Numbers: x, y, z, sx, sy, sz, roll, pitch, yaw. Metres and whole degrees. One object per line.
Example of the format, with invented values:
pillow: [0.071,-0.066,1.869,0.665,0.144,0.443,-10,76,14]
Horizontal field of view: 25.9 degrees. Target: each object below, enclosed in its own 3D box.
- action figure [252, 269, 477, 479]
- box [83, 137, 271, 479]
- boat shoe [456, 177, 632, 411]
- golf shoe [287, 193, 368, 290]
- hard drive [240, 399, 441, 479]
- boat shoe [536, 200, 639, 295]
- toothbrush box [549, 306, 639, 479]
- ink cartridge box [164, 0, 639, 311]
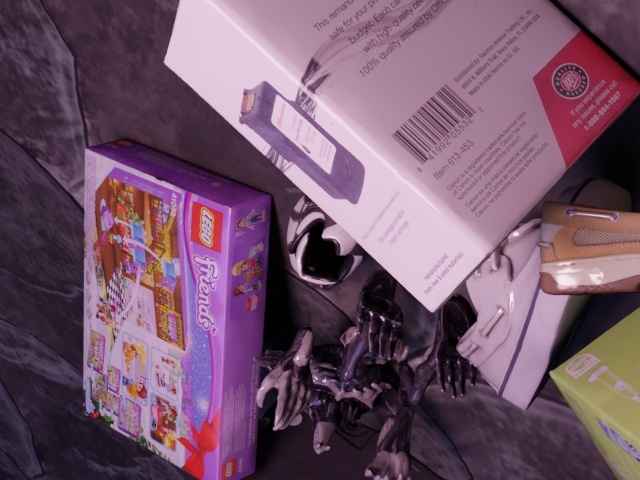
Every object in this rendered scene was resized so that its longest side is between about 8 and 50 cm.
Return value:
action figure: [0.027,0.134,1.222,0.164,0.141,0.275,25,149,-8]
box: [-0.144,0.069,1.337,0.201,0.057,0.293,23,119,37]
boat shoe: [0.148,0.031,0.991,0.088,0.096,0.267,32,157,15]
golf shoe: [0.000,0.000,1.142,0.077,0.094,0.198,44,153,0]
hard drive: [-0.037,0.320,1.343,0.237,0.339,0.064,34,149,19]
boat shoe: [0.224,-0.006,0.823,0.190,0.072,0.068,-3,177,11]
toothbrush box: [0.284,0.163,0.835,0.206,0.122,0.283,55,177,-16]
ink cartridge box: [0.048,-0.104,0.858,0.237,0.172,0.100,43,151,5]
